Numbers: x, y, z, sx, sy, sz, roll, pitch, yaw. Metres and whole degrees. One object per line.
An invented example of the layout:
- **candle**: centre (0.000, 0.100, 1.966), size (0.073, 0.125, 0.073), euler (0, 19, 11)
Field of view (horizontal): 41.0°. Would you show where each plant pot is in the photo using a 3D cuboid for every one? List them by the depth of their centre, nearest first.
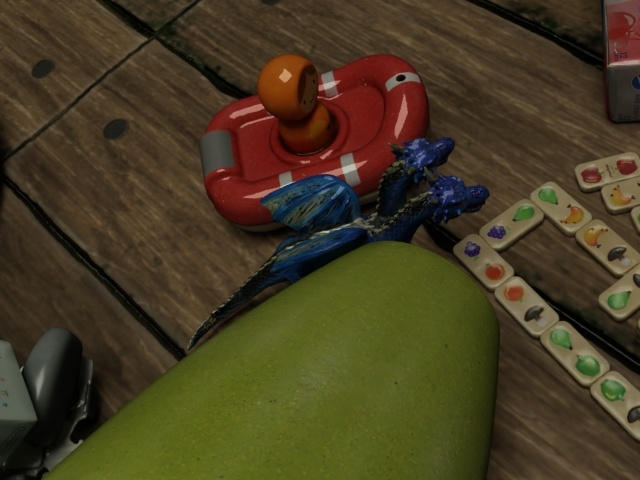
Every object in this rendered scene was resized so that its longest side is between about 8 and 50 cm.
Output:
- **plant pot**: centre (0.004, 0.145, 0.598), size (0.275, 0.274, 0.293), euler (18, 49, 26)

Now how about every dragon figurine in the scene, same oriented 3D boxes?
- **dragon figurine**: centre (0.000, 0.000, 0.737), size (0.289, 0.144, 0.085), euler (-16, 55, 6)

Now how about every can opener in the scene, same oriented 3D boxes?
- **can opener**: centre (-0.243, 0.213, 0.710), size (0.074, 0.093, 0.280), euler (-7, 61, 11)

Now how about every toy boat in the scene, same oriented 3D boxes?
- **toy boat**: centre (-0.014, -0.114, 0.810), size (0.231, 0.151, 0.150), euler (-17, 55, 6)

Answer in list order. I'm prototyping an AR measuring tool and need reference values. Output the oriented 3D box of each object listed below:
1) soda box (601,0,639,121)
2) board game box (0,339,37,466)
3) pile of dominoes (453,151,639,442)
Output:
- **soda box**: centre (0.321, -0.242, 0.837), size (0.092, 0.083, 0.263), euler (-1, 58, 17)
- **board game box**: centre (-0.401, 0.159, 0.614), size (0.224, 0.303, 0.097), euler (-50, 52, 19)
- **pile of dominoes**: centre (0.260, 0.025, 0.709), size (0.196, 0.040, 0.251), euler (-36, 56, -8)
